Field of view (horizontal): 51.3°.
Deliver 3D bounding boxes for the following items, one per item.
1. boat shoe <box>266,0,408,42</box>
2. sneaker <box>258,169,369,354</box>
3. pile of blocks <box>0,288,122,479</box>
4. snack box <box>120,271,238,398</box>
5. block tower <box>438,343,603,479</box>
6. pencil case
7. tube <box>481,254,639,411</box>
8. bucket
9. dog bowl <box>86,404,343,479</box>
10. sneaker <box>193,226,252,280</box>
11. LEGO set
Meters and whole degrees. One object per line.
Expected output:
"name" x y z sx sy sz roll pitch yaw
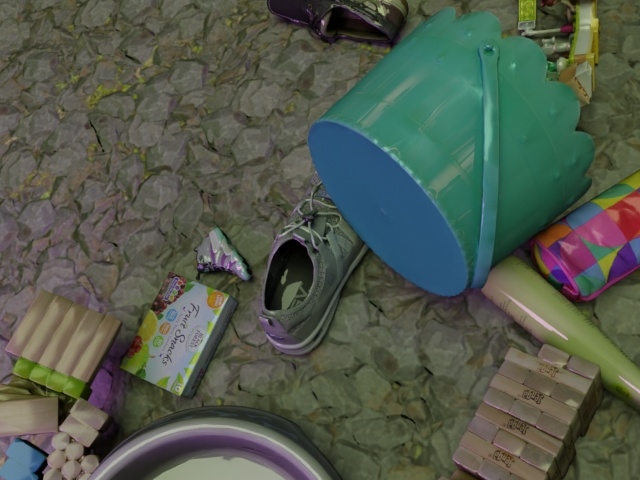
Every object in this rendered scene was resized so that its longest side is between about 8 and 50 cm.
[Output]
"boat shoe" 0.016 -0.341 0.995 0.224 0.080 0.073 13 67 16
"sneaker" 0.000 0.000 0.832 0.105 0.115 0.281 10 71 19
"pile of blocks" -0.319 0.247 0.805 0.149 0.112 0.361 1 72 -12
"snack box" -0.184 0.123 0.875 0.100 0.037 0.141 18 74 21
"block tower" 0.169 0.267 0.664 0.091 0.097 0.335 22 68 36
"pencil case" 0.357 -0.021 0.753 0.236 0.104 0.104 -31 63 2
"tube" 0.281 0.111 0.725 0.070 0.062 0.240 -16 48 -41
"bucket" 0.132 -0.085 0.729 0.183 0.281 0.281 -41 63 -14
"dog bowl" -0.110 0.339 0.675 0.349 0.102 0.348 0 72 -1
"sneaker" -0.139 0.035 0.903 0.069 0.038 0.098 -40 54 -2
"LEGO set" 0.304 -0.282 0.870 0.107 0.132 0.286 2 74 26
